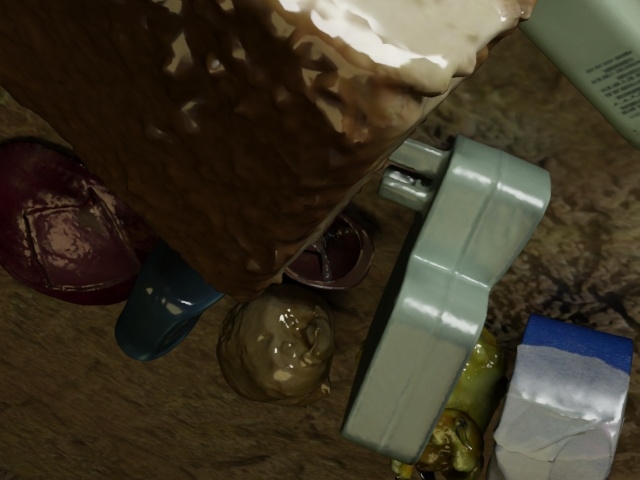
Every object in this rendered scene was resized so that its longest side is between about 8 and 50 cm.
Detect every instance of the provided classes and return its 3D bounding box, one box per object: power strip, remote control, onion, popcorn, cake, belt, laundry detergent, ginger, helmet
[{"bbox_3d":[0.088,0.033,0.846,0.141,0.229,0.261,22,114,2],"label":"power strip"},{"bbox_3d":[0.176,-0.165,0.657,0.310,0.038,0.090,38,146,-22],"label":"remote control"},{"bbox_3d":[-0.316,0.001,1.145,0.250,0.111,0.247,32,148,-12],"label":"onion"},{"bbox_3d":[0.122,0.168,1.039,0.168,0.195,0.173,31,140,-17],"label":"popcorn"},{"bbox_3d":[-0.024,-0.161,0.516,0.256,0.290,0.282,42,148,0],"label":"cake"},{"bbox_3d":[0.250,0.218,1.020,0.117,0.212,0.347,15,152,15],"label":"belt"},{"bbox_3d":[-0.184,0.072,1.134,0.094,0.143,0.290,42,147,-3],"label":"laundry detergent"},{"bbox_3d":[-0.053,0.133,1.156,0.152,0.137,0.267,8,161,-4],"label":"ginger"},{"bbox_3d":[0.000,0.000,0.991,0.111,0.057,0.089,26,106,-13],"label":"helmet"}]
